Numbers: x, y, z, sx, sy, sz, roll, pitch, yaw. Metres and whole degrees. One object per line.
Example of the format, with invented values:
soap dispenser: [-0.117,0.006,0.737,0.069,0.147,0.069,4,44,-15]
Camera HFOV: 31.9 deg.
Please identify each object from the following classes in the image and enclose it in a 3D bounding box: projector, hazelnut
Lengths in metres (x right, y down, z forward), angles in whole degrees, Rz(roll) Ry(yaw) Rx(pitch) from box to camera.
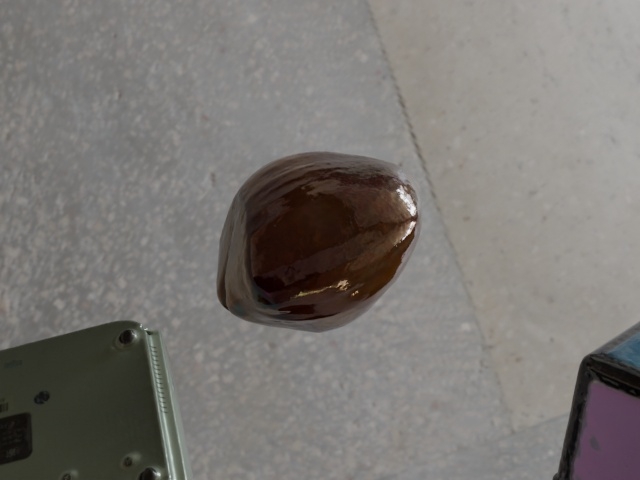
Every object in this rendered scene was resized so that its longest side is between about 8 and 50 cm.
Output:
projector: [-0.226,0.181,0.856,0.251,0.108,0.198,-13,42,-6]
hazelnut: [0.001,0.003,1.082,0.181,0.212,0.181,9,98,-16]

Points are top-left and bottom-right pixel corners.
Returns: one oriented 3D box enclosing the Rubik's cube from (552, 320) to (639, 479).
Rubik's cube: [0.452,0.267,1.194,0.316,0.318,0.313,-20,124,-47]
